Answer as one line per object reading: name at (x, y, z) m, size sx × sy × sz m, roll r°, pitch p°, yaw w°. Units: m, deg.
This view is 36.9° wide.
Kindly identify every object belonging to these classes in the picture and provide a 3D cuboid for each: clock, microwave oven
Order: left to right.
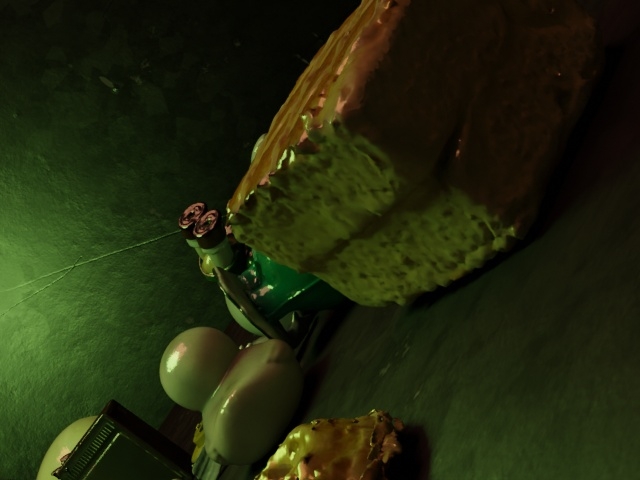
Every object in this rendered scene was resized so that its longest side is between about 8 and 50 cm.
microwave oven at (-0.410, 0.482, 2.037) m, size 0.178 × 0.247 × 0.188 m, roll -53°, pitch 7°, yaw -5°
clock at (-0.201, 0.361, 1.935) m, size 0.237 × 0.057 × 0.237 m, roll -54°, pitch 7°, yaw 10°

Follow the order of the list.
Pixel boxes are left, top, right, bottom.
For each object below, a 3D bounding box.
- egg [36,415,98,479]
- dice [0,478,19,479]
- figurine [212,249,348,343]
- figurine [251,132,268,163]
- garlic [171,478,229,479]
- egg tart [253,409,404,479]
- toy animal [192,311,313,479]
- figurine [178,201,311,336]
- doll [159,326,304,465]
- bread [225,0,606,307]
egg at (-0.539, 0.594, 2.287) m, size 0.283 × 0.283 × 0.345 m, roll -114°, pitch 47°, yaw -83°
dice at (-0.296, 0.441, 0.837) m, size 0.348 × 0.330 × 0.328 m, roll -58°, pitch 9°, yaw 18°
figurine at (0.000, 0.000, 1.617) m, size 0.340 × 0.231 × 0.324 m, roll -44°, pitch 25°, yaw 5°
figurine at (-0.021, -0.164, 1.757) m, size 0.236 × 0.176 × 0.133 m, roll -31°, pitch -16°, yaw 24°
garlic at (-0.198, 0.429, 1.219) m, size 0.279 × 0.132 × 0.325 m, roll -64°, pitch 1°, yaw 0°
egg tart at (-0.025, 0.263, 0.893) m, size 0.279 × 0.095 × 0.279 m, roll -56°, pitch 4°, yaw 6°
toy animal at (-0.128, 0.243, 1.689) m, size 0.367 × 0.081 × 0.206 m, roll -56°, pitch -27°, yaw -19°
figurine at (-0.136, 0.067, 1.864) m, size 0.281 × 0.370 × 0.167 m, roll 24°, pitch 71°, yaw 44°
doll at (-0.147, 0.224, 1.486) m, size 0.221 × 0.221 × 0.251 m, roll -55°, pitch 15°, yaw 2°
bread at (0.109, -0.137, 1.137) m, size 0.390 × 0.279 × 0.371 m, roll -59°, pitch 9°, yaw -31°
